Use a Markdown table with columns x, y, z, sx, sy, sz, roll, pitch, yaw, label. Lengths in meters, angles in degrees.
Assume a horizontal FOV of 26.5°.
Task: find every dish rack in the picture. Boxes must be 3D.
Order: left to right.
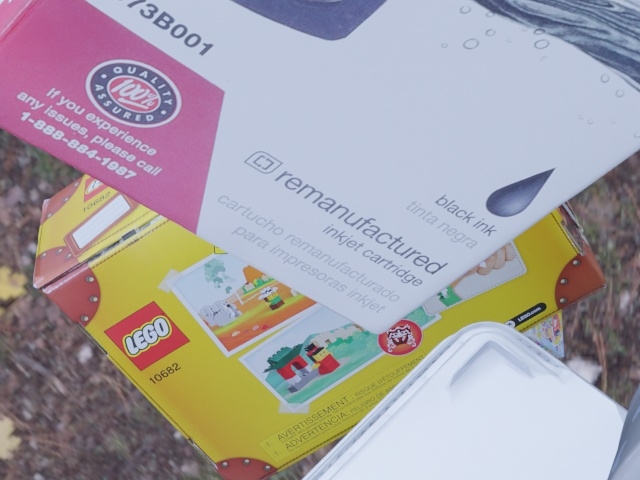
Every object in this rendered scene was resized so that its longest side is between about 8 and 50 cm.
| x | y | z | sx | sy | sz | roll | pitch | yaw | label |
| --- | --- | --- | --- | --- | --- | --- | --- | --- | --- |
| 0.121 | 0.220 | 1.003 | 0.285 | 0.072 | 0.333 | 37 | 64 | 24 | dish rack |

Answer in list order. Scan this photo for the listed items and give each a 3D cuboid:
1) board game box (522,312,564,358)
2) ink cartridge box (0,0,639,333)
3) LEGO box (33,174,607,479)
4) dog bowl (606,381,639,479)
| x | y | z | sx | sy | sz | roll | pitch | yaw | label |
| --- | --- | --- | --- | --- | --- | --- | --- | --- | --- |
| 0.268 | 0.062 | 1.696 | 0.026 | 0.103 | 0.154 | -13 | 65 | 31 | board game box |
| 0.034 | -0.099 | 0.386 | 0.237 | 0.172 | 0.100 | -38 | 37 | 31 | ink cartridge box |
| 0.000 | 0.000 | 1.504 | 0.500 | 0.372 | 0.193 | -31 | 31 | 12 | LEGO box |
| 0.282 | 0.175 | 0.625 | 0.349 | 0.348 | 0.102 | 29 | 37 | 23 | dog bowl |
